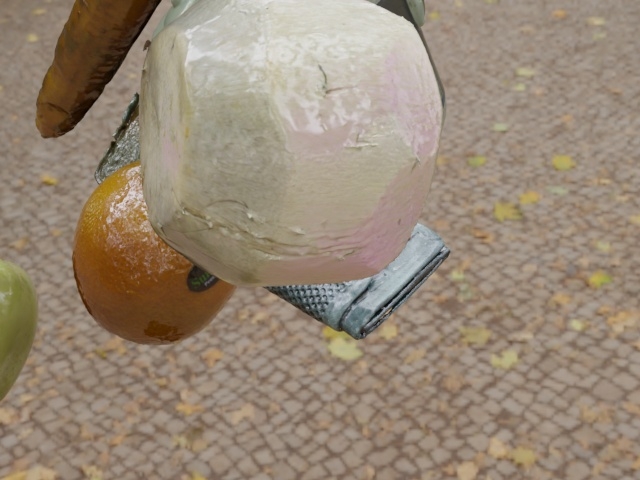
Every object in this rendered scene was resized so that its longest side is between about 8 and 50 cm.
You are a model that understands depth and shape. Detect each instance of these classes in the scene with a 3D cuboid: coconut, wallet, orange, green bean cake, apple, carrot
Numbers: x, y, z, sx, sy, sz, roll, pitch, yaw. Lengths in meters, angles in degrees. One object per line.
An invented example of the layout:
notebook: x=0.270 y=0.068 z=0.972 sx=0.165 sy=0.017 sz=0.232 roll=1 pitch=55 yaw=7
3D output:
coconut: x=-0.014 y=-0.074 z=0.731 sx=0.230 sy=0.227 sz=0.227 roll=0 pitch=26 yaw=-25
wallet: x=0.000 y=0.000 z=1.520 sx=0.342 sy=0.075 sz=0.237 roll=30 pitch=57 yaw=32
orange: x=-0.175 y=0.013 z=1.053 sx=0.206 sy=0.206 sz=0.206 roll=-3 pitch=30 yaw=2
green bean cake: x=-0.221 y=-0.126 z=1.439 sx=0.173 sy=0.181 sz=0.094 roll=22 pitch=-4 yaw=28
apple: x=-0.548 y=0.127 z=1.435 sx=0.279 sy=0.279 sz=0.279 roll=-3 pitch=30 yaw=2
carrot: x=-0.171 y=-0.176 z=0.767 sx=0.066 sy=0.314 sz=0.066 roll=19 pitch=51 yaw=-26

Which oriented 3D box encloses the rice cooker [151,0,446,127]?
rice cooker: x=-0.016 y=-0.196 z=1.064 sx=0.288 sy=0.277 sz=0.288 roll=-18 pitch=33 yaw=12
